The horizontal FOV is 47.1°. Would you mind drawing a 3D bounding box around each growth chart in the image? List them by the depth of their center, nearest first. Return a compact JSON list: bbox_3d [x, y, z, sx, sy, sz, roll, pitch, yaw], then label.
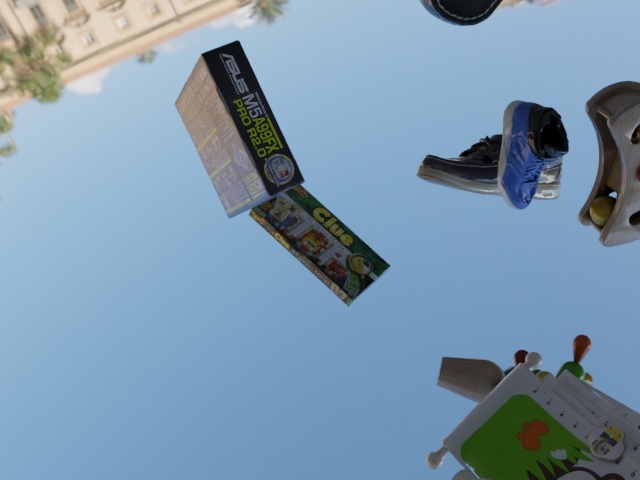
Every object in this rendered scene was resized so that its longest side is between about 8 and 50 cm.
[{"bbox_3d":[0.215,0.193,0.616,0.172,0.021,0.237,-48,-139,-14],"label":"growth chart"}]

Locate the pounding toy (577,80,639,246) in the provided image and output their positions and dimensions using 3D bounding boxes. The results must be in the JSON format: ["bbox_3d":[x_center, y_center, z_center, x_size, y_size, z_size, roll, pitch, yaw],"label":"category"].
[{"bbox_3d":[0.430,-0.107,0.947,0.154,0.269,0.155,7,-152,-13],"label":"pounding toy"}]

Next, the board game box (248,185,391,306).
[{"bbox_3d":[0.000,0.000,1.400,0.136,0.260,0.030,-37,165,-45],"label":"board game box"}]

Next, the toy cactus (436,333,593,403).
[{"bbox_3d":[0.222,0.157,0.809,0.180,0.112,0.219,12,-168,8],"label":"toy cactus"}]

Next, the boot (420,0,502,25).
[{"bbox_3d":[0.116,-0.209,0.378,0.085,0.236,0.178,14,-149,-10],"label":"boot"}]

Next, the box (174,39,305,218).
[{"bbox_3d":[-0.132,-0.154,1.112,0.060,0.216,0.270,-27,-176,-19],"label":"box"}]

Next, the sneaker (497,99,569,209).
[{"bbox_3d":[0.285,-0.106,0.973,0.058,0.152,0.084,-13,-158,-28],"label":"sneaker"}]

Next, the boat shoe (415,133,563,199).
[{"bbox_3d":[0.266,-0.117,1.121,0.285,0.092,0.103,2,-167,-32],"label":"boat shoe"}]
